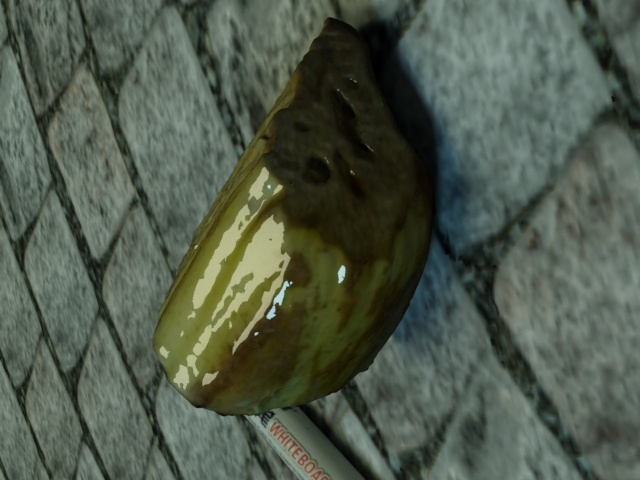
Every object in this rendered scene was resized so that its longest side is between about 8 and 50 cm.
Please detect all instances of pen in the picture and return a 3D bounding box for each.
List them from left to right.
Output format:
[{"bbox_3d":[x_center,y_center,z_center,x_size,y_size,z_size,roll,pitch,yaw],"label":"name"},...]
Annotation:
[{"bbox_3d":[-0.013,0.097,0.744,0.218,0.026,0.026,43,138,47],"label":"pen"}]

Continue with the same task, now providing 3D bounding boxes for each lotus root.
[{"bbox_3d":[-0.001,-0.003,0.617,0.135,0.095,0.159,121,168,-48],"label":"lotus root"}]
